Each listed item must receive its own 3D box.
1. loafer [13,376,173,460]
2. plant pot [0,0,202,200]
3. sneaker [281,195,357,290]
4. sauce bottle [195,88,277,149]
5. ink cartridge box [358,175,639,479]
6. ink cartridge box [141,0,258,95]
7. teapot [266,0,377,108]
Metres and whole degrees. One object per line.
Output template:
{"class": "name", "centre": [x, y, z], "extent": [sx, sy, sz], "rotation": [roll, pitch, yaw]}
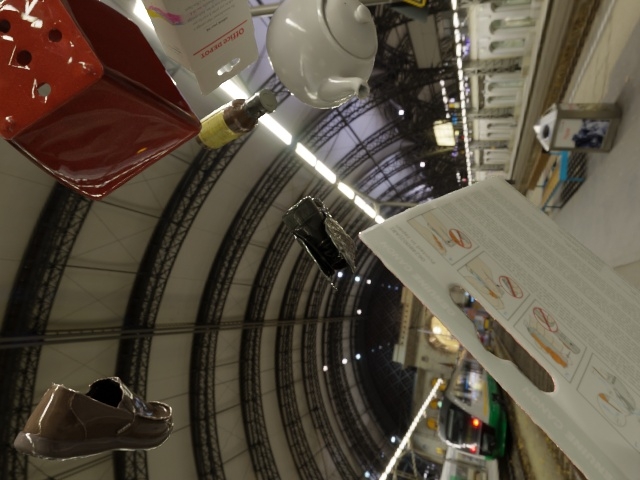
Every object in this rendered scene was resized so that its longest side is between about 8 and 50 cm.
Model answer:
{"class": "loafer", "centre": [-0.412, 0.350, 0.825], "extent": [0.366, 0.134, 0.129], "rotation": [60, -140, -68]}
{"class": "plant pot", "centre": [-0.418, -0.258, 0.692], "extent": [0.267, 0.268, 0.236], "rotation": [57, -177, 3]}
{"class": "sneaker", "centre": [0.002, -0.002, 0.446], "extent": [0.089, 0.051, 0.170], "rotation": [51, -176, 0]}
{"class": "sauce bottle", "centre": [-0.277, -0.387, 1.304], "extent": [0.112, 0.345, 0.111], "rotation": [10, -104, -45]}
{"class": "ink cartridge box", "centre": [0.240, 0.073, 0.488], "extent": [0.385, 0.308, 0.091], "rotation": [-22, -28, -44]}
{"class": "ink cartridge box", "centre": [-0.276, -0.532, 0.901], "extent": [0.207, 0.119, 0.353], "rotation": [-44, -24, -19]}
{"class": "teapot", "centre": [0.027, -0.415, 0.827], "extent": [0.256, 0.187, 0.252], "rotation": [51, -129, -15]}
